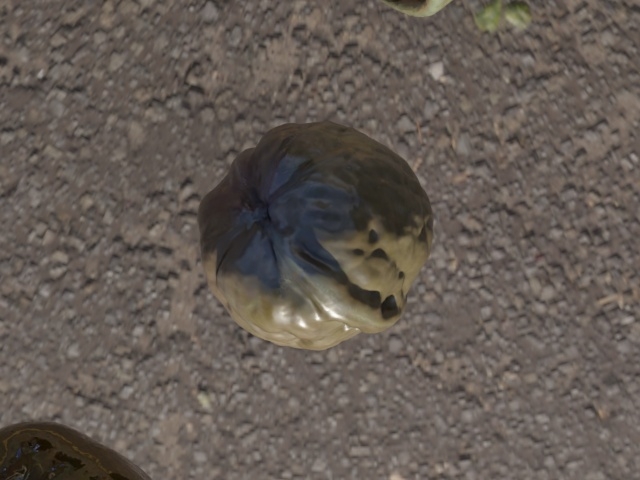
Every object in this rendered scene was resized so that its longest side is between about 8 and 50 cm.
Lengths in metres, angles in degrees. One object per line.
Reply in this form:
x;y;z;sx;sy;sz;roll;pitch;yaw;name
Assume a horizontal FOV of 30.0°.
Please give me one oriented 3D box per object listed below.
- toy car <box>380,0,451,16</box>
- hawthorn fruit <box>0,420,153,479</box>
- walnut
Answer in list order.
-0.021;-0.162;0.344;0.145;0.235;0.235;-40;111;-3;toy car
-0.256;0.334;1.178;0.267;0.268;0.301;-25;141;12;hawthorn fruit
-0.001;-0.001;1.275;0.248;0.248;0.248;0;116;0;walnut
